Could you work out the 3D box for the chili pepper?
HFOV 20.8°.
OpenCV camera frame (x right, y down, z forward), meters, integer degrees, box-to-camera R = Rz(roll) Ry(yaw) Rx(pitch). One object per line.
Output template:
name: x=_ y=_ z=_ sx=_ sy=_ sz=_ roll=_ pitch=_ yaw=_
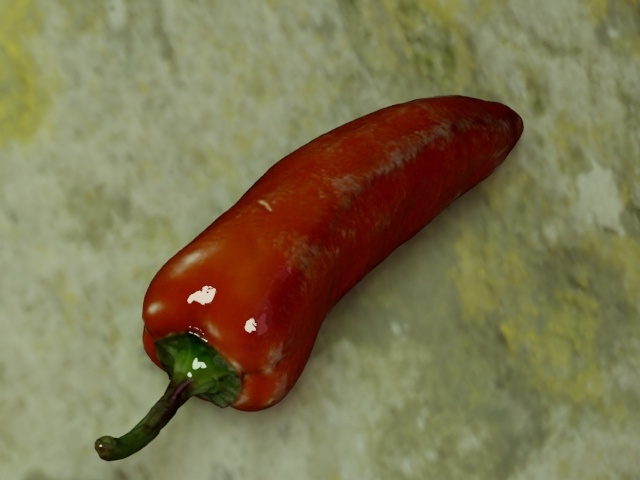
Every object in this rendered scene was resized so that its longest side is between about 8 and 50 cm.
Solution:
chili pepper: x=0.000 y=0.000 z=0.656 sx=0.063 sy=0.071 sz=0.272 roll=32 pitch=47 yaw=18
